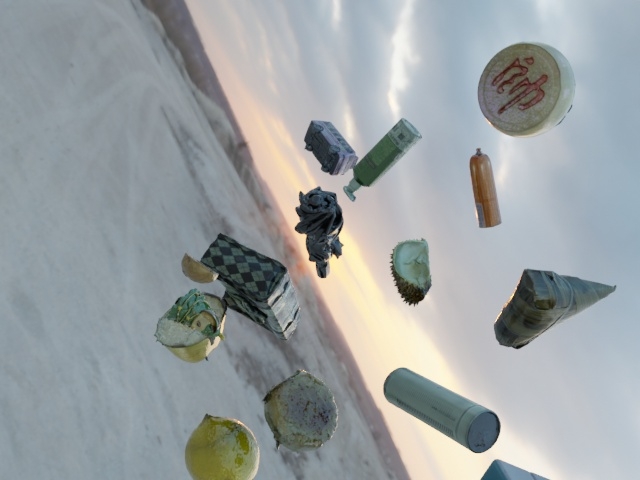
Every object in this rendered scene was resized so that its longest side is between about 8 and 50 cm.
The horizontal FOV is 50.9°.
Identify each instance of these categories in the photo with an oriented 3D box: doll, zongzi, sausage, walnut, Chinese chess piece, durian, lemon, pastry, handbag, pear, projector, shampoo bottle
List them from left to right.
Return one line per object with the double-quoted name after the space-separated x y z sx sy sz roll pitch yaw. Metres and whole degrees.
-0.310 0.078 1.688 0.091 0.052 0.121 37 -6 -39 "walnut"
-0.417 0.317 2.287 0.267 0.266 0.178 -118 -169 -51 "pear"
-0.214 0.137 1.240 0.078 0.113 0.077 114 1 -50 "doll"
-0.302 0.679 2.109 0.254 0.228 0.228 63 -1 -25 "lemon"
-0.245 0.174 2.370 0.316 0.180 0.416 25 -22 19 "handbag"
-0.062 0.539 2.106 0.236 0.257 0.121 55 -45 10 "pastry"
0.126 -0.169 1.445 0.065 0.204 0.065 37 24 -19 "shampoo bottle"
0.302 0.098 2.268 0.252 0.139 0.144 -88 155 -43 "durian"
0.290 0.413 1.669 0.337 0.108 0.108 16 -46 60 "projector"
0.643 -0.210 2.653 0.093 0.092 0.312 -126 -157 -78 "sausage"
0.584 -0.428 1.917 0.112 0.270 0.270 -5 64 -51 "Chinese chess piece"
0.665 0.201 1.925 0.286 0.288 0.134 108 -23 -48 "zongzi"

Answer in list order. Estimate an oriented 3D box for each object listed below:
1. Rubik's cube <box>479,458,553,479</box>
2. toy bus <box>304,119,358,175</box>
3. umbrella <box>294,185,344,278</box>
0.533 0.814 1.649 0.346 0.344 0.346 24 16 -15 "Rubik's cube"
0.032 -0.302 2.196 0.199 0.108 0.096 55 -44 33 "toy bus"
0.000 0.000 1.572 0.340 0.118 0.118 89 -22 -60 "umbrella"
